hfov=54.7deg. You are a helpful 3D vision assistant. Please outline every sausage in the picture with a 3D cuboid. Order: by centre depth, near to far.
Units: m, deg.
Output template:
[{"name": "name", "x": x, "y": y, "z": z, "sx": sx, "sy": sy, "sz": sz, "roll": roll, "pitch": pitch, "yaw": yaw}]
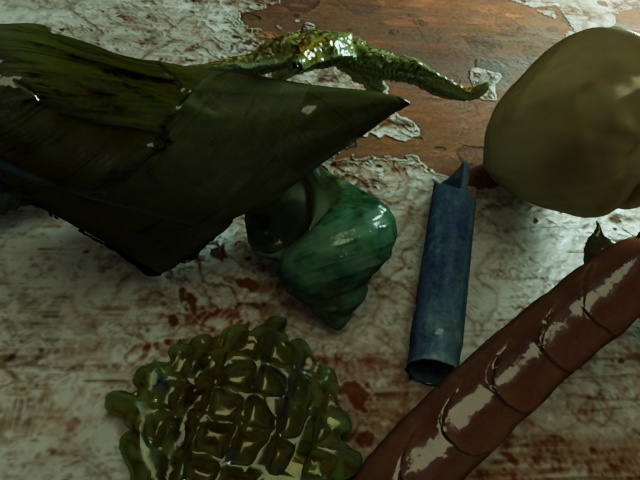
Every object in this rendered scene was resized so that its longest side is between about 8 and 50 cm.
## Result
[{"name": "sausage", "x": 0.186, "y": 0.134, "z": 0.606, "sx": 0.433, "sy": 0.087, "sz": 0.088, "roll": -37, "pitch": 65, "yaw": -13}]

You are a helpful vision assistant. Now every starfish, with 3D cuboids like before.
[{"name": "starfish", "x": -0.001, "y": -0.223, "z": 0.784, "sx": 0.348, "sy": 0.078, "sz": 0.358, "roll": -7, "pitch": 16, "yaw": -35}]

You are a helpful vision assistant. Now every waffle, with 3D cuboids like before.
[{"name": "waffle", "x": -0.082, "y": 0.173, "z": 0.600, "sx": 0.224, "sy": 0.054, "sz": 0.204, "roll": -21, "pitch": 58, "yaw": -22}]

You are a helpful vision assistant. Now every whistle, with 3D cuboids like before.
[{"name": "whistle", "x": 0.152, "y": 0.027, "z": 0.744, "sx": 0.062, "sy": 0.062, "sz": 0.304, "roll": 14, "pitch": 52, "yaw": 2}]

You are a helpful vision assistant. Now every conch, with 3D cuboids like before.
[{"name": "conch", "x": 0.000, "y": -0.001, "z": 0.708, "sx": 0.176, "sy": 0.121, "sz": 0.188, "roll": -13, "pitch": 51, "yaw": 7}]

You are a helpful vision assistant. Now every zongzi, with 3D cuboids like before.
[{"name": "zongzi", "x": -0.124, "y": -0.122, "z": 0.577, "sx": 0.361, "sy": 0.323, "sz": 0.159, "roll": -23, "pitch": 63, "yaw": 17}]

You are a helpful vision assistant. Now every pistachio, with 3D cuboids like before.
[{"name": "pistachio", "x": 0.307, "y": -0.134, "z": 0.754, "sx": 0.194, "sy": 0.318, "sz": 0.213, "roll": -13, "pitch": 93, "yaw": -16}]

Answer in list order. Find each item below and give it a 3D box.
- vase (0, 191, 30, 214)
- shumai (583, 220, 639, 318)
[{"name": "vase", "x": -0.343, "y": -0.077, "z": 0.732, "sx": 0.238, "sy": 0.115, "sz": 0.115, "roll": -27, "pitch": 61, "yaw": -22}, {"name": "shumai", "x": 0.404, "y": 0.023, "z": 0.725, "sx": 0.176, "sy": 0.205, "sz": 0.166, "roll": 16, "pitch": 10, "yaw": 37}]
